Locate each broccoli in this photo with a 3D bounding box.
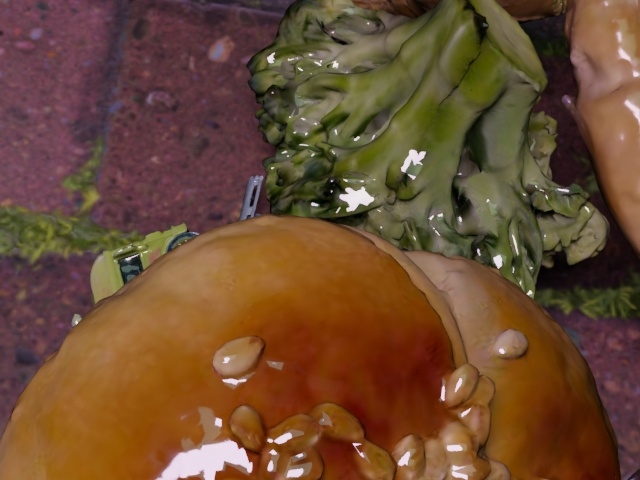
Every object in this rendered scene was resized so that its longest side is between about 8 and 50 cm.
[{"bbox_3d":[0.086,-0.084,0.826,0.288,0.245,0.248,41,45,-3],"label":"broccoli"}]

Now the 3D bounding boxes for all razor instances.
[{"bbox_3d":[0.000,0.000,0.909,0.135,0.040,0.068,16,64,-9],"label":"razor"}]

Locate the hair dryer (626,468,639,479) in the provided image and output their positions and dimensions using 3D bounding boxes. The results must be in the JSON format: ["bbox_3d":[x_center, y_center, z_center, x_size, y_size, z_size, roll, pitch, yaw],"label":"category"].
[{"bbox_3d":[0.279,0.332,0.715,0.304,0.120,0.359,43,44,-2],"label":"hair dryer"}]

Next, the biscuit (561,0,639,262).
[{"bbox_3d":[0.348,-0.104,0.876,0.446,0.104,0.429,38,58,-29],"label":"biscuit"}]

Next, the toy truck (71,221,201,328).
[{"bbox_3d":[-0.114,0.092,0.816,0.116,0.085,0.191,-15,70,-11],"label":"toy truck"}]

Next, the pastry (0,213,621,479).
[{"bbox_3d":[0.005,0.183,0.635,0.410,0.245,0.409,-9,108,-29],"label":"pastry"}]

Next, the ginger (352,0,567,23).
[{"bbox_3d":[0.082,-0.203,0.903,0.131,0.294,0.086,2,93,-35],"label":"ginger"}]
